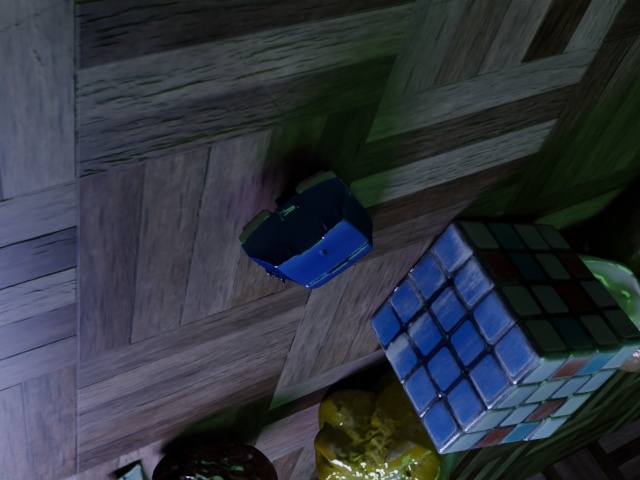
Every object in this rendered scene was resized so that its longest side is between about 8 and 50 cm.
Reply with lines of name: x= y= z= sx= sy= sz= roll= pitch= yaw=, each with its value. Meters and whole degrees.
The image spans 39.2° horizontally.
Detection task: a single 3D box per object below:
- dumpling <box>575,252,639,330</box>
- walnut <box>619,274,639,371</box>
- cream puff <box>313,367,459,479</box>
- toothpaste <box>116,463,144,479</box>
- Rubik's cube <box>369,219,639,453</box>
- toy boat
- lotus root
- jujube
dumpling: x=0.456 y=0.130 z=1.624 sx=0.260 sy=0.341 sz=0.181 roll=-27 pitch=-166 yaw=15
walnut: x=0.656 y=0.158 z=1.892 sx=0.228 sy=0.228 sz=0.228 roll=-26 pitch=153 yaw=-14
cream puff: x=0.130 y=0.345 z=1.644 sx=0.274 sy=0.270 sz=0.323 roll=-58 pitch=170 yaw=-34
toothpaste: x=-0.304 y=0.424 z=1.477 sx=0.064 sy=0.041 sz=0.218 roll=-36 pitch=153 yaw=-21
Rubik's cube: x=0.275 y=0.143 z=1.370 sx=0.253 sy=0.256 sz=0.259 roll=0 pitch=137 yaw=-37
toy boat: x=0.000 y=0.000 z=1.056 sx=0.129 sy=0.088 sz=0.295 roll=-36 pitch=164 yaw=5
lotus root: x=0.576 y=-0.027 z=1.585 sx=0.241 sy=0.123 sz=0.124 roll=-47 pitch=160 yaw=32
jujube: x=-0.172 y=0.399 z=1.469 sx=0.168 sy=0.168 sz=0.236 roll=-40 pitch=138 yaw=14
